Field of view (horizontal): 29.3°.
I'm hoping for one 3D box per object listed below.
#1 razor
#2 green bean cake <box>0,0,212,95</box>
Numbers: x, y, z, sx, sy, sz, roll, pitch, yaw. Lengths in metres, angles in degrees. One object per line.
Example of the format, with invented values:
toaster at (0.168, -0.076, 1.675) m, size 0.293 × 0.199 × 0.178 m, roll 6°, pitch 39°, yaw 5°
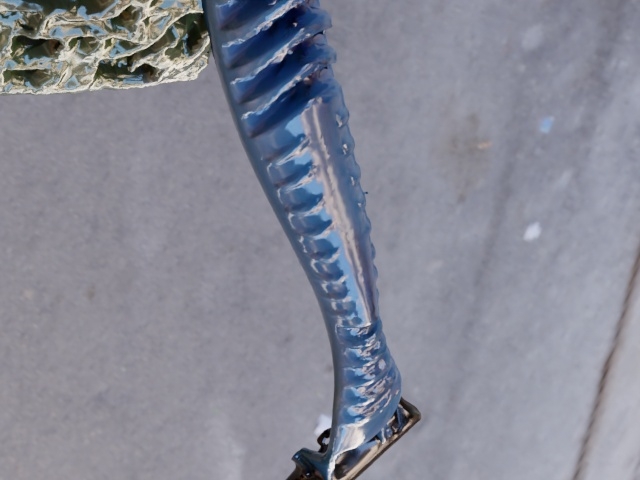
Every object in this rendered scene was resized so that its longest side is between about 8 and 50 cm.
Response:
razor at (0.000, 0.000, 0.393) m, size 0.082 × 0.042 × 0.253 m, roll -36°, pitch 135°, yaw -29°
green bean cake at (-0.096, -0.125, 0.416) m, size 0.173 × 0.094 × 0.181 m, roll -5°, pitch 152°, yaw -35°
